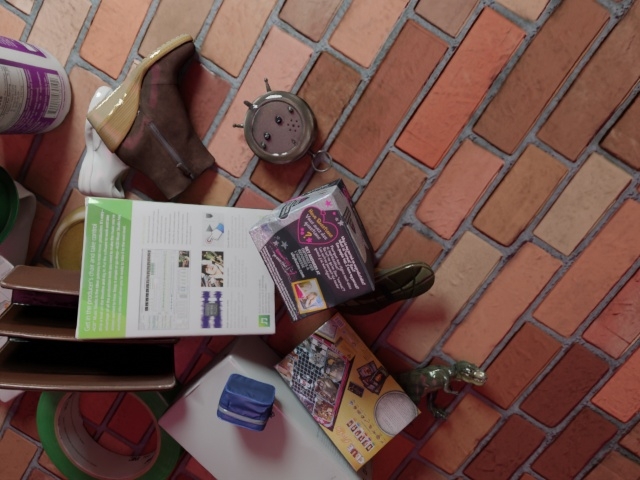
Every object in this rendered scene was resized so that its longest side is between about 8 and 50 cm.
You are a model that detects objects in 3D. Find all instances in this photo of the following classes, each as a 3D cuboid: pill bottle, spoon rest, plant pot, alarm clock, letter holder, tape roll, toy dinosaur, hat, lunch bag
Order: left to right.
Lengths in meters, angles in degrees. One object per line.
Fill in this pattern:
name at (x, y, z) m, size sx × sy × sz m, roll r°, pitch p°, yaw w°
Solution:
hat at (-0.637, -0.074, 0.769) m, size 0.172 × 0.183 × 0.209 m, roll 28°, pitch 91°, yaw 9°
pill bottle at (-0.575, -0.260, 0.766) m, size 0.169 × 0.301 × 0.170 m, roll 1°, pitch 103°, yaw 7°
spoon rest at (-0.650, -0.013, 0.957) m, size 0.137 × 0.084 × 0.276 m, roll 39°, pitch 117°, yaw -2°
letter holder at (-0.404, 0.155, 0.825) m, size 0.301 × 0.214 × 0.152 m, roll 8°, pitch 98°, yaw -20°
plant pot at (-0.450, 0.042, 0.959) m, size 0.235 × 0.032 × 0.237 m, roll 1°, pitch 102°, yaw 6°
tape roll at (-0.445, 0.396, 1.014) m, size 0.320 × 0.077 × 0.322 m, roll 2°, pitch 103°, yaw 7°
lunch bag at (-0.124, 0.282, 0.800) m, size 0.098 × 0.067 × 0.065 m, roll 19°, pitch 102°, yaw 0°
alarm clock at (-0.058, -0.192, 0.846) m, size 0.192 × 0.064 × 0.129 m, roll 37°, pitch 104°, yaw -5°
toy dinosaur at (0.195, 0.305, 0.929) m, size 0.267 × 0.064 × 0.118 m, roll -10°, pitch 96°, yaw 13°

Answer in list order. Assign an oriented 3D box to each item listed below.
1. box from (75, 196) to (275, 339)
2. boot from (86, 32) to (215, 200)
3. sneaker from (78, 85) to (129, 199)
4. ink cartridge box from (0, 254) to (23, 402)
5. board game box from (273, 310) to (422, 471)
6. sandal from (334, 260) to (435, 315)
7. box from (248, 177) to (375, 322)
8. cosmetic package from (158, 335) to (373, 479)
box at (-0.239, 0.051, 0.814) m, size 0.321 × 0.058 × 0.233 m, roll 3°, pitch 77°, yaw -22°
boot at (-0.269, -0.226, 0.861) m, size 0.248 × 0.090 × 0.207 m, roll -47°, pitch 115°, yaw -5°
sneaker at (-0.394, -0.180, 0.889) m, size 0.094 × 0.080 × 0.213 m, roll 13°, pitch 109°, yaw -10°
ink cartridge box at (-0.638, 0.174, 0.959) m, size 0.296 × 0.066 × 0.261 m, roll -31°, pitch 110°, yaw 15°
board game box at (0.050, 0.282, 0.892) m, size 0.165 × 0.042 × 0.243 m, roll -39°, pitch 81°, yaw -6°
sandal at (0.107, 0.081, 0.882) m, size 0.219 × 0.060 × 0.090 m, roll -23°, pitch 115°, yaw 23°
box at (0.000, 0.000, 0.784) m, size 0.142 × 0.247 × 0.164 m, roll -23°, pitch 99°, yaw 9°
cosmetic package at (-0.099, 0.392, 0.934) m, size 0.217 × 0.156 × 0.385 m, roll -41°, pitch 94°, yaw 13°
